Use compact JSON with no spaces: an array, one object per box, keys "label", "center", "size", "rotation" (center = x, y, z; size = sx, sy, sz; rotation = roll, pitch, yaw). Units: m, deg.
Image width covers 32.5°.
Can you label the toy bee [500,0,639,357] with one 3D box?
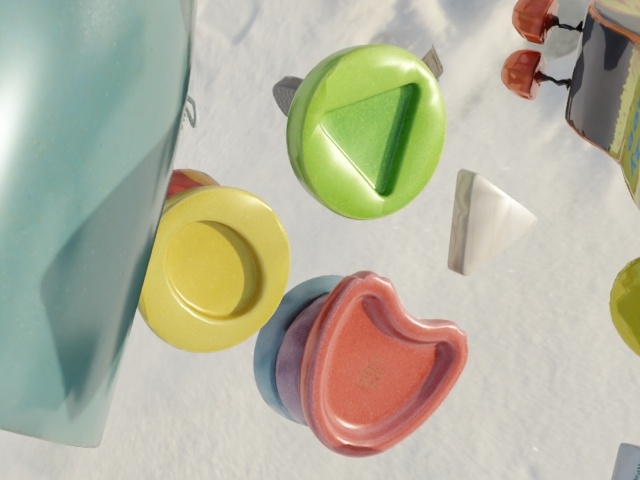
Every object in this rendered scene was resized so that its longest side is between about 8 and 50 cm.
[{"label":"toy bee","center":[0.149,-0.043,0.433],"size":[0.162,0.298,0.195],"rotation":[10,100,9]}]

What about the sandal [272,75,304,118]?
[{"label":"sandal","center":[0.027,-0.190,1.542],"size":[0.054,0.254,0.097],"rotation":[-40,133,-21]}]

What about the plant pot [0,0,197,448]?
[{"label":"plant pot","center":[-0.178,-0.082,0.406],"size":[0.293,0.293,0.235],"rotation":[21,80,-9]}]

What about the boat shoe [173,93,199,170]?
[{"label":"boat shoe","center":[-0.169,-0.085,1.054],"size":[0.103,0.320,0.118],"rotation":[-23,50,-26]}]

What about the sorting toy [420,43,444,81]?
[{"label":"sorting toy","center":[0.108,-0.179,1.172],"size":[0.012,0.083,0.062],"rotation":[25,119,-23]}]

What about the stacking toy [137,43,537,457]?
[{"label":"stacking toy","center":[0.000,0.000,0.880],"size":[0.279,0.130,0.309],"rotation":[-52,124,-9]}]

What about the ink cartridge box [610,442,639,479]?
[{"label":"ink cartridge box","center":[0.339,0.251,0.725],"size":[0.065,0.332,0.165],"rotation":[29,75,-44]}]
